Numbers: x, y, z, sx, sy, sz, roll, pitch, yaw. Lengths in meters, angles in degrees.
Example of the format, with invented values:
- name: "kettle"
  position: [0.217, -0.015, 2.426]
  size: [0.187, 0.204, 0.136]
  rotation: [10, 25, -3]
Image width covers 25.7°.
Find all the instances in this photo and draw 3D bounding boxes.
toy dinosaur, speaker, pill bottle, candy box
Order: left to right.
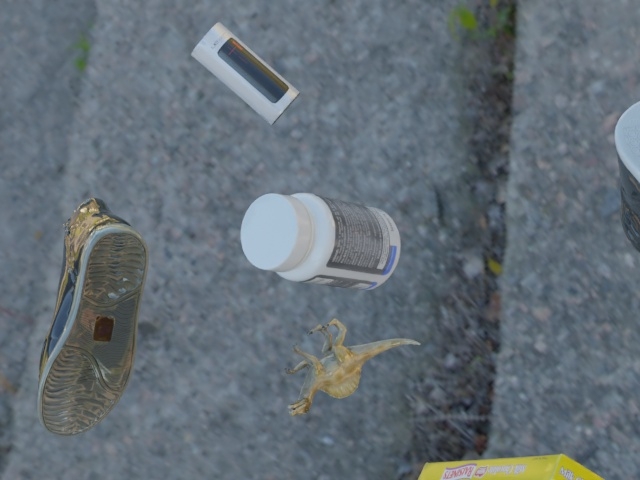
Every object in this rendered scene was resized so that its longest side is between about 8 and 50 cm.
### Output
- name: "speaker"
  position: [-0.094, -0.207, 1.738]
  size: [0.136, 0.055, 0.055]
  rotation: [41, 88, -3]
- name: "pill bottle"
  position: [0.000, 0.000, 1.224]
  size: [0.078, 0.137, 0.078]
  rotation: [-8, 78, 39]
- name: "toy dinosaur"
  position: [0.023, 0.144, 1.722]
  size: [0.183, 0.053, 0.092]
  rotation: [-32, 94, -13]
- name: "candy box"
  position: [0.159, 0.195, 1.034]
  size: [0.027, 0.105, 0.206]
  rotation: [-64, 16, -19]

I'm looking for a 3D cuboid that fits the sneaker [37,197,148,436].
- name: "sneaker"
  position: [-0.225, 0.074, 1.367]
  size: [0.222, 0.083, 0.118]
  rotation: [-70, 24, 12]

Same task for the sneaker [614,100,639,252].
- name: "sneaker"
  position: [0.355, 0.019, 1.181]
  size: [0.104, 0.147, 0.296]
  rotation: [-34, 67, -3]
